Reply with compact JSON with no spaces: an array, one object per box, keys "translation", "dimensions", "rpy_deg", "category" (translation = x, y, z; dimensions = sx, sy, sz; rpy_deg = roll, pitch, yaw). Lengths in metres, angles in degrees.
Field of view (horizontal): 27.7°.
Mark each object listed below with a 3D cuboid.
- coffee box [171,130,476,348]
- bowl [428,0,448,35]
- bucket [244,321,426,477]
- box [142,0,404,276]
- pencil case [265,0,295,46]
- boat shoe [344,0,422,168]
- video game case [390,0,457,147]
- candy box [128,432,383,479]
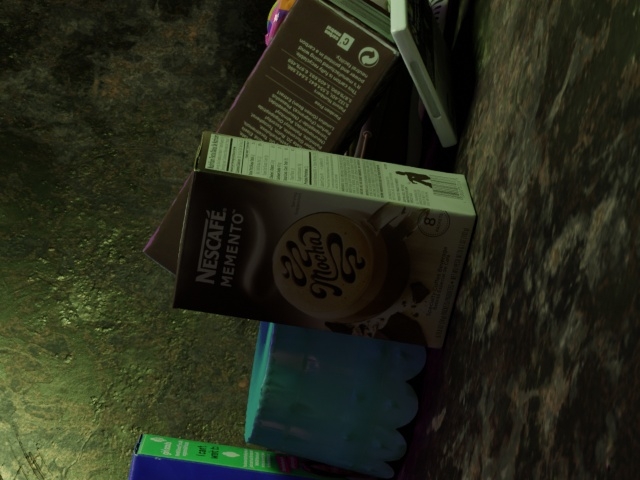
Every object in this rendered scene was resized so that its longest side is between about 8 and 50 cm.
[{"translation":[0.000,0.000,1.405],"dimensions":[0.119,0.297,0.168],"rpy_deg":[-92,12,-64],"category":"coffee box"},{"translation":[0.121,-0.301,1.797],"dimensions":[0.170,0.080,0.170],"rpy_deg":[-171,90,-84],"category":"bowl"},{"translation":[0.015,0.145,1.605],"dimensions":[0.281,0.183,0.281],"rpy_deg":[-169,90,-84],"category":"bucket"},{"translation":[-0.045,-0.119,1.582],"dimensions":[0.381,0.143,0.191],"rpy_deg":[-58,-2,18],"category":"box"},{"translation":[0.033,-0.292,1.942],"dimensions":[0.104,0.236,0.104],"rpy_deg":[-162,90,-83],"category":"pencil case"},{"translation":[0.077,-0.230,1.699],"dimensions":[0.116,0.097,0.324],"rpy_deg":[-115,20,-54],"category":"boat shoe"},{"translation":[0.120,-0.230,1.526],"dimensions":[0.190,0.022,0.173],"rpy_deg":[-87,-25,-49],"category":"video game case"},{"translation":[-0.096,0.403,1.630],"dimensions":[0.122,0.317,0.268],"rpy_deg":[-153,72,-84],"category":"candy box"}]
